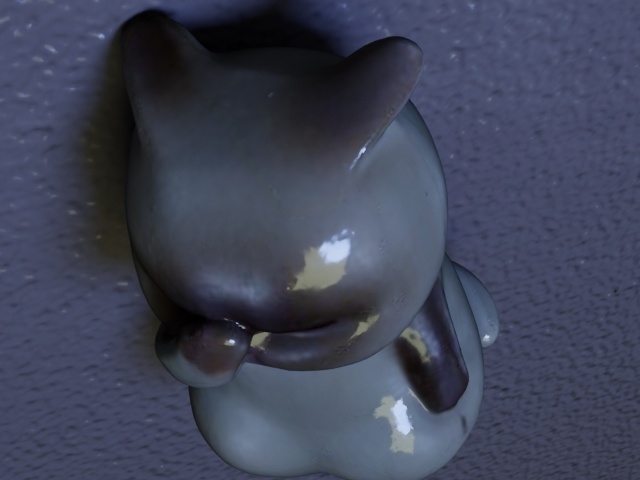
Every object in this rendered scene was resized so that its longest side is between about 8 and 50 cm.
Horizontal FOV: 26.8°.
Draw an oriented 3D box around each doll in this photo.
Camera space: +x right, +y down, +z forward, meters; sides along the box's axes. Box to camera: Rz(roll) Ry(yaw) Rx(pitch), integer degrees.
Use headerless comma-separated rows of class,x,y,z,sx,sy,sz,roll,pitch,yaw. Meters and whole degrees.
doll,-0.005,0.031,0.895,0.214,0.226,0.370,12,157,23
